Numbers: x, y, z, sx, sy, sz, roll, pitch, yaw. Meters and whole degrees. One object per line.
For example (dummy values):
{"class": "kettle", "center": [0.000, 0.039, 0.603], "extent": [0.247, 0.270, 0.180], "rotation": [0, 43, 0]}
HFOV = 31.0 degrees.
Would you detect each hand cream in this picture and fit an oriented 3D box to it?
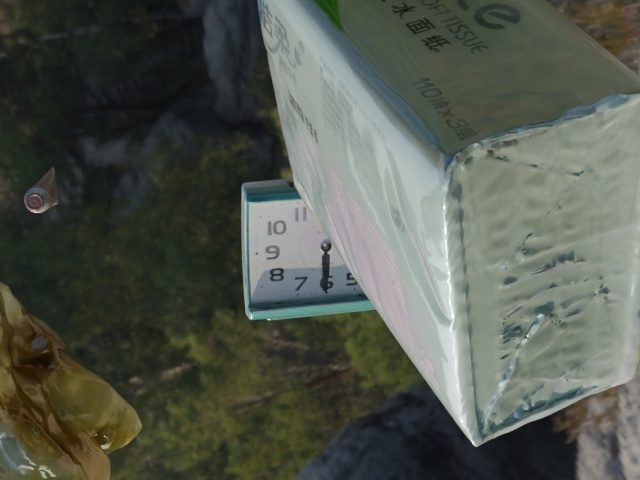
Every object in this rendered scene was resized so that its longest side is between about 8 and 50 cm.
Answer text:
{"class": "hand cream", "center": [-0.472, -0.081, 1.989], "extent": [0.210, 0.043, 0.067], "rotation": [-105, 8, -78]}

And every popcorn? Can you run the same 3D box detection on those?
{"class": "popcorn", "center": [-0.379, 0.196, 1.026], "extent": [0.344, 0.390, 0.354], "rotation": [58, -148, -71]}

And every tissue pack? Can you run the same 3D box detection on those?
{"class": "tissue pack", "center": [0.108, -0.081, 1.028], "extent": [0.405, 0.205, 0.332], "rotation": [-122, 18, -46]}

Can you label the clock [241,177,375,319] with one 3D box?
{"class": "clock", "center": [0.000, 0.000, 1.867], "extent": [0.116, 0.262, 0.231], "rotation": [-118, 25, -62]}
